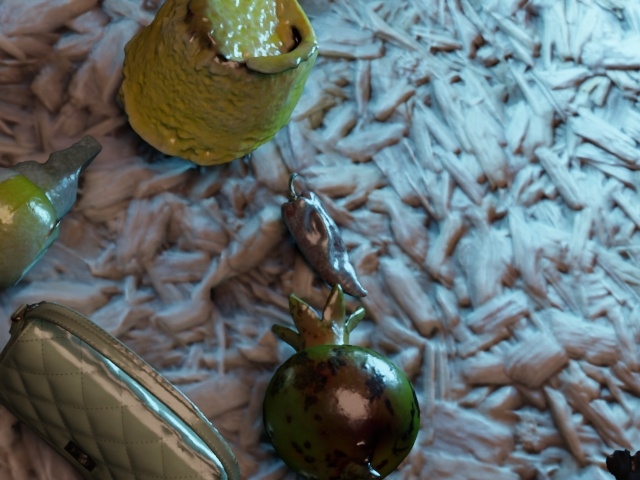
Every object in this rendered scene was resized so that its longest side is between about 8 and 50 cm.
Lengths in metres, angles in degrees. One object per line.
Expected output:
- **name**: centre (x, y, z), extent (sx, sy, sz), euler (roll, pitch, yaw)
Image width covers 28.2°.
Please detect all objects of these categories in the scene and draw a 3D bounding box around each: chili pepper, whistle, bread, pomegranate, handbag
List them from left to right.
- **whistle**: centre (-0.295, -0.040, 1.240), extent (0.123, 0.123, 0.223), euler (39, 47, -3)
- **handbag**: centre (-0.182, 0.156, 1.139), extent (0.256, 0.219, 0.079), euler (42, 58, 0)
- **bread**: centre (-0.106, -0.186, 1.338), extent (0.197, 0.170, 0.197), euler (14, 52, -19)
- **chili pepper**: centre (0.000, 0.000, 1.376), extent (0.050, 0.041, 0.153), euler (-32, 100, -9)
- **pomegranate**: centre (0.020, 0.143, 1.267), extent (0.156, 0.156, 0.220), euler (7, 65, -19)

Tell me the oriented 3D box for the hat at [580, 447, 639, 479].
- **hat**: centre (0.317, 0.362, 1.261), extent (0.336, 0.209, 0.238), euler (35, 58, -7)
